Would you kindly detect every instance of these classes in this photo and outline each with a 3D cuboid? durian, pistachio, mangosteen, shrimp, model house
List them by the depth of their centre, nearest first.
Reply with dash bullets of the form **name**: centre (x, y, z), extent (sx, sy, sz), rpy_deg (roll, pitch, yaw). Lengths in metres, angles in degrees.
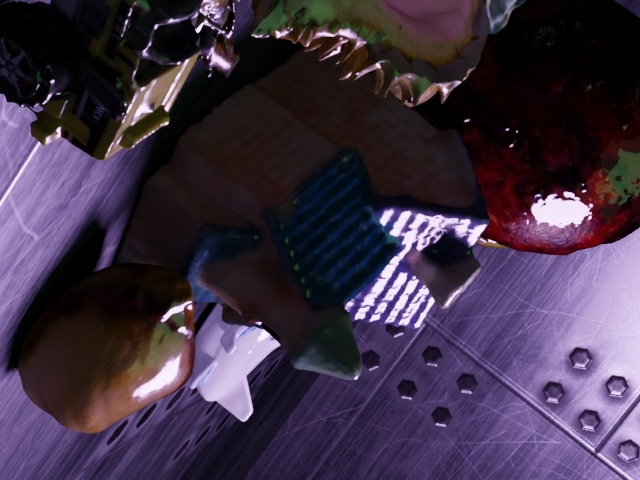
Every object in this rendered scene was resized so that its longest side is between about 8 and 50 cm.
- **durian**: centre (0.036, -0.193, 1.019), extent (0.185, 0.195, 0.305), rpy_deg (-38, -143, 41)
- **shrimp**: centre (-0.115, -0.141, 1.195), extent (0.148, 0.035, 0.195), rpy_deg (-52, 165, -16)
- **pistachio**: centre (-0.191, 0.093, 1.467), extent (0.210, 0.165, 0.130), rpy_deg (-47, -140, 33)
- **model house**: centre (0.000, 0.000, 1.552), extent (0.312, 0.280, 0.245), rpy_deg (-42, 167, -42)
- **mangosteen**: centre (0.288, -0.166, 2.108), extent (0.381, 0.381, 0.421), rpy_deg (-51, -172, -4)

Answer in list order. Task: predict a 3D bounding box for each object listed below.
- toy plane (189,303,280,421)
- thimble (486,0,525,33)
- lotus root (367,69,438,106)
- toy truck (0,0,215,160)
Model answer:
- **toy plane**: centre (-0.081, 0.102, 2.069), extent (0.267, 0.122, 0.267), rpy_deg (-53, 171, -12)
- **thimble**: centre (0.137, -0.308, 1.400), extent (0.254, 0.167, 0.288), rpy_deg (-57, 171, 23)
- **lotus root**: centre (0.094, -0.235, 1.640), extent (0.214, 0.138, 0.138), rpy_deg (-68, 166, 19)
- **toy truck**: centre (-0.106, -0.168, 0.911), extent (0.136, 0.111, 0.286), rpy_deg (-42, 164, -42)
